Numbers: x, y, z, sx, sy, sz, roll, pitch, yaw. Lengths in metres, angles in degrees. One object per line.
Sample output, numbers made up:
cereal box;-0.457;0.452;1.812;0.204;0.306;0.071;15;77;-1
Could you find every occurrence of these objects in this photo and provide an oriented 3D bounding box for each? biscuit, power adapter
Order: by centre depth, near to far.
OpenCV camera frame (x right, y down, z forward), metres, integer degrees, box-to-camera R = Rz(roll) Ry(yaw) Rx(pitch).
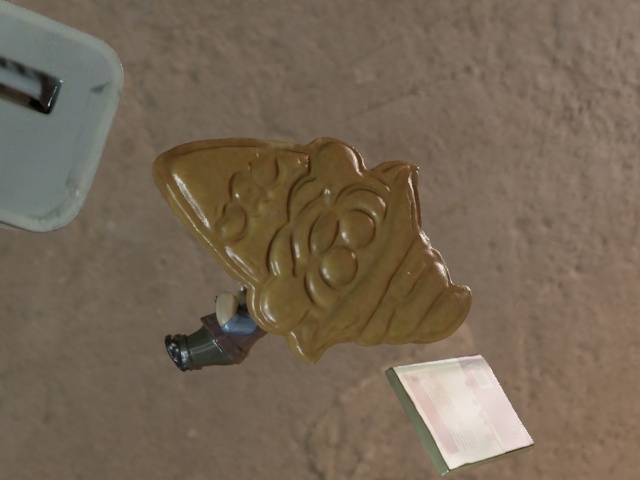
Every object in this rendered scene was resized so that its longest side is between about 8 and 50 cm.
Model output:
power adapter;-0.219;-0.077;0.766;0.130;0.205;0.125;19;85;-22
biscuit;0.000;0.000;0.805;0.250;0.035;0.162;25;69;-18

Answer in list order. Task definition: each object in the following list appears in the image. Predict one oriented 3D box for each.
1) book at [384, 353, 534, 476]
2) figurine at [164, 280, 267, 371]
book;0.198;0.238;1.651;0.232;0.162;0.022;-2;145;-50
figurine;-0.050;0.059;1.109;0.196;0.114;0.108;-24;77;5
